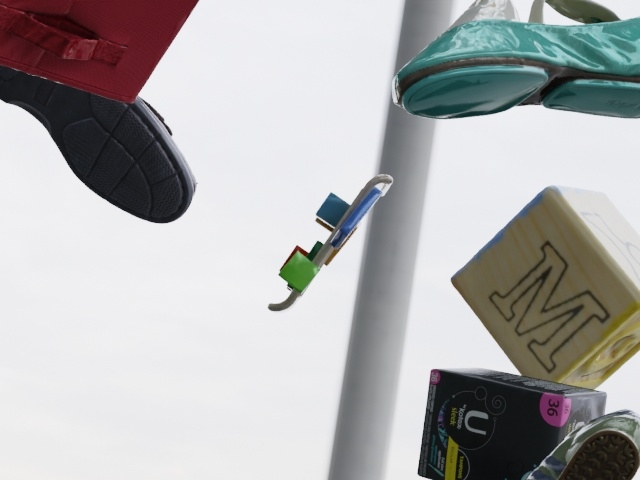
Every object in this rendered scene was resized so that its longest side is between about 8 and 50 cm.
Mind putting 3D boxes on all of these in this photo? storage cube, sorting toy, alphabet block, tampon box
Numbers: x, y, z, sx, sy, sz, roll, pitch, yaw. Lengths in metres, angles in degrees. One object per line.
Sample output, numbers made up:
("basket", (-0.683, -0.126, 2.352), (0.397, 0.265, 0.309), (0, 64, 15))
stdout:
("storage cube", (-0.186, -0.246, 1.067), (0.184, 0.215, 0.193), (15, -57, -39))
("sorting toy", (0.000, 0.000, 1.675), (0.047, 0.196, 0.347), (39, -3, 2))
("alphabet block", (0.325, 0.065, 1.907), (0.193, 0.197, 0.192), (-47, -25, 24))
("tampon box", (0.201, 0.204, 1.552), (0.161, 0.120, 0.101), (8, 3, 37))

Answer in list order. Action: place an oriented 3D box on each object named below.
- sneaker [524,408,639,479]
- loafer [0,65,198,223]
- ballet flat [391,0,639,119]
("sneaker", (0.202, 0.207, 1.217), (0.192, 0.064, 0.086), (-49, -8, 29))
("loafer", (-0.235, -0.142, 1.477), (0.302, 0.095, 0.109), (40, -63, -2))
("ballet flat", (0.145, -0.132, 1.040), (0.247, 0.087, 0.083), (-2, -22, -31))
